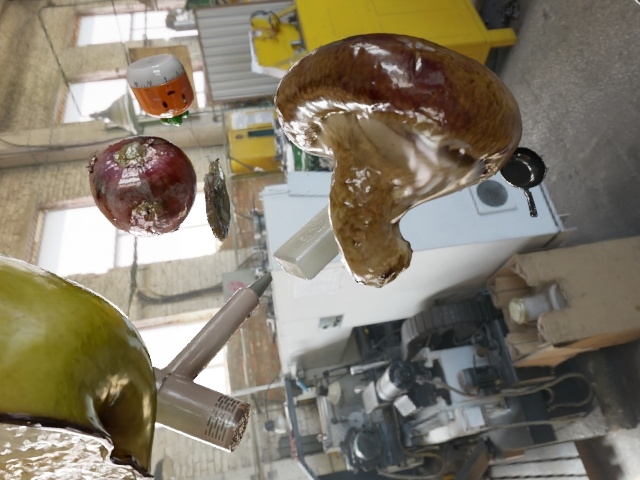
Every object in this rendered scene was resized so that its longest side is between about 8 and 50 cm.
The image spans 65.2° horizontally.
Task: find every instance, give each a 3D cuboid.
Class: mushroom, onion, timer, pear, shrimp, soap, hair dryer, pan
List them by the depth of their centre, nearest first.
[{"bbox_3d":[-0.323,0.102,0.369,0.340,0.387,0.191,91,169,-52],"label":"pear"},{"bbox_3d":[0.083,-0.111,0.561,0.267,0.268,0.254,93,171,-58],"label":"mushroom"},{"bbox_3d":[-0.143,0.101,0.573,0.053,0.195,0.220,96,-166,-49],"label":"hair dryer"},{"bbox_3d":[0.294,-0.081,0.725,0.023,0.069,0.115,91,177,-68],"label":"pan"},{"bbox_3d":[-0.266,-0.068,0.793,0.194,0.160,0.159,80,177,-51],"label":"onion"},{"bbox_3d":[-0.282,-0.263,0.899,0.136,0.099,0.136,46,151,36],"label":"timer"},{"bbox_3d":[0.000,0.000,1.058,0.063,0.183,0.121,54,160,-21],"label":"soap"},{"bbox_3d":[-0.231,-0.101,1.091,0.126,0.048,0.223,73,-175,-60],"label":"shrimp"}]

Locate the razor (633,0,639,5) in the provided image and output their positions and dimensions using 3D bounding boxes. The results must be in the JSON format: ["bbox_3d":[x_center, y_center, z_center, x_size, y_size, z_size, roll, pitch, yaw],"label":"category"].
[{"bbox_3d":[0.463,-0.362,0.494,0.205,0.349,0.113,28,164,28],"label":"razor"}]
